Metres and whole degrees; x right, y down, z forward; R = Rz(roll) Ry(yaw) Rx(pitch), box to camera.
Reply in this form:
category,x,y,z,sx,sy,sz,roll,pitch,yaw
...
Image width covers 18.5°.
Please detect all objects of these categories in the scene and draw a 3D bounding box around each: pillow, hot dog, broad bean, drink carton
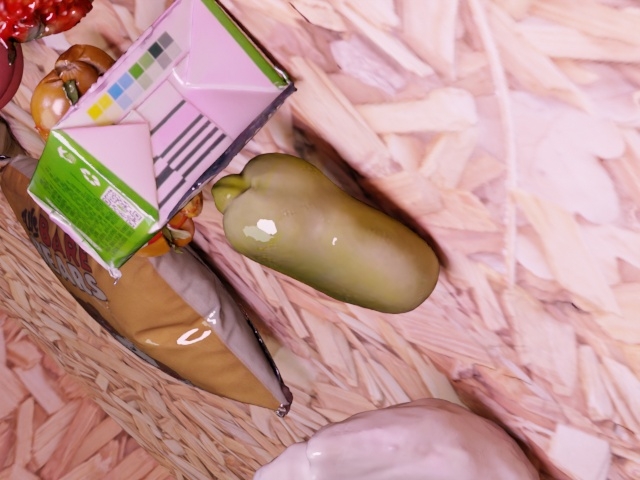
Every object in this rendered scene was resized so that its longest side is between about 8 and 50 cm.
category,x,y,z,sx,sy,sz,roll,pitch,yaw
pillow,-0.193,0.045,2.095,0.310,0.119,0.312,31,163,52
hot dog,-0.164,-0.070,1.712,0.076,0.104,0.250,18,152,38
broad bean,0.000,0.000,1.450,0.174,0.082,0.124,35,166,-18
drink carton,-0.126,-0.073,1.469,0.108,0.161,0.271,44,166,-3

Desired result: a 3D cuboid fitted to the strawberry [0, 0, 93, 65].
category,x,y,z,sx,sy,sz,roll,pitch,yaw
strawberry,-0.253,-0.251,1.458,0.228,0.098,0.174,58,180,-9

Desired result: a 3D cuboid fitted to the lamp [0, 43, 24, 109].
category,x,y,z,sx,sy,sz,roll,pitch,yaw
lamp,-0.354,-0.195,1.828,0.182,0.140,0.182,40,-176,-4

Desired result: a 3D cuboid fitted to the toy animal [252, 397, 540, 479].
category,x,y,z,sx,sy,sz,roll,pitch,yaw
toy animal,0.075,0.214,1.733,0.308,0.188,0.266,17,137,-16

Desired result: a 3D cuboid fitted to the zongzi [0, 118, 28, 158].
category,x,y,z,sx,sy,sz,roll,pitch,yaw
zongzi,-0.459,-0.149,2.286,0.205,0.094,0.204,25,-175,20
